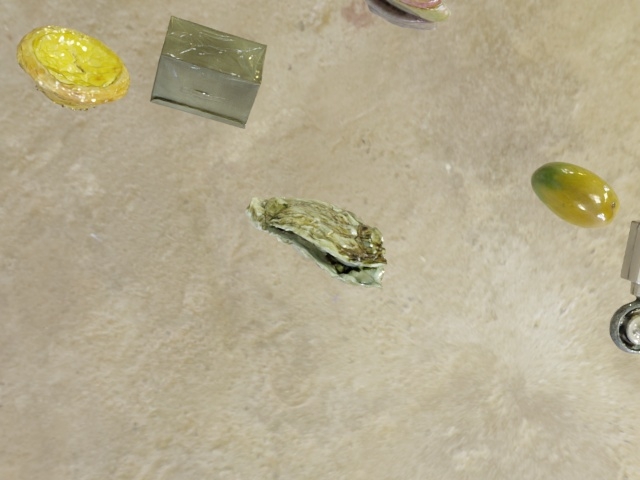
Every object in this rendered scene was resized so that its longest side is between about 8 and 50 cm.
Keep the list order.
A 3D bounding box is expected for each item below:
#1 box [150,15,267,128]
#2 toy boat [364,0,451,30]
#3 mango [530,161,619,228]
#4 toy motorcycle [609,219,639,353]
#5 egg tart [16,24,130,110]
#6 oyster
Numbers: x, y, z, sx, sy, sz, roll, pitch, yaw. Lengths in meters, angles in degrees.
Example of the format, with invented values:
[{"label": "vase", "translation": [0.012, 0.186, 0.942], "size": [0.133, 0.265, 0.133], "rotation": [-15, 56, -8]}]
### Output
[{"label": "box", "translation": [-0.258, -0.383, 1.766], "size": [0.231, 0.149, 0.155], "rotation": [15, 50, -12]}, {"label": "toy boat", "translation": [0.116, -0.474, 1.331], "size": [0.111, 0.293, 0.276], "rotation": [-43, 89, 6]}, {"label": "mango", "translation": [0.506, -0.094, 1.541], "size": [0.092, 0.130, 0.195], "rotation": [-39, 39, -15]}, {"label": "toy motorcycle", "translation": [0.645, 0.046, 1.352], "size": [0.223, 0.108, 0.340], "rotation": [11, 95, -6]}, {"label": "egg tart", "translation": [-0.420, -0.283, 1.303], "size": [0.191, 0.191, 0.074], "rotation": [47, 130, 18]}, {"label": "oyster", "translation": [0.000, 0.000, 1.368], "size": [0.268, 0.198, 0.112], "rotation": [42, 118, 45]}]
